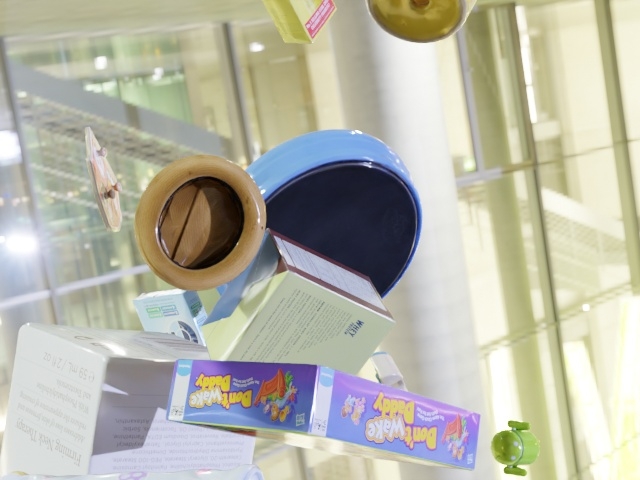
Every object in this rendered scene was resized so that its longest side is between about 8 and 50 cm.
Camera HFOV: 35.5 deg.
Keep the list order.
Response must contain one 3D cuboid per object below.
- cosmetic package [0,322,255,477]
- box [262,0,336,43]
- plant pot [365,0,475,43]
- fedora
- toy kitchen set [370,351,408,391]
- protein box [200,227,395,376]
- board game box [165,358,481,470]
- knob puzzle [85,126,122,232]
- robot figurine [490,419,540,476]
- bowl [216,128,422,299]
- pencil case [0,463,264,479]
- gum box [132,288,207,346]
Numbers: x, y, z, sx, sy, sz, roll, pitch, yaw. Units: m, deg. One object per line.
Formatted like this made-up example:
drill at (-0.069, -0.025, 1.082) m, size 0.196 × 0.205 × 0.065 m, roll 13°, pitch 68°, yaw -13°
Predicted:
cosmetic package at (-0.339, 0.371, 1.745) m, size 0.327 × 0.393 × 0.329 m, roll 9°, pitch 179°, yaw -40°
box at (-0.059, -0.403, 1.463) m, size 0.058 × 0.232 × 0.087 m, roll 11°, pitch -124°, yaw 36°
plant pot at (0.178, -0.460, 1.627) m, size 0.254 × 0.254 × 0.239 m, roll -6°, pitch -129°, yaw 28°
fedora at (-0.173, -0.024, 1.425) m, size 0.194 × 0.194 × 0.079 m, roll -11°, pitch -179°, yaw -13°
toy kitchen set at (0.089, 0.313, 2.085) m, size 0.166 × 0.207 × 0.122 m, roll -28°, pitch -131°, yaw -2°
protein box at (-0.037, 0.127, 1.510) m, size 0.201 × 0.199 × 0.136 m, roll 26°, pitch -162°, yaw -28°
board game box at (0.012, 0.224, 1.275) m, size 0.233 × 0.078 × 0.347 m, roll -4°, pitch 161°, yaw 41°
knob puzzle at (-0.412, -0.101, 1.950) m, size 0.030 × 0.213 × 0.213 m, roll -14°, pitch -173°, yaw 0°
robot figurine at (0.363, 0.388, 1.869) m, size 0.067 × 0.101 × 0.115 m, roll 2°, pitch 172°, yaw 45°
bowl at (0.000, 0.000, 1.710) m, size 0.391 × 0.391 × 0.077 m, roll -12°, pitch -141°, yaw -21°
pencil case at (-0.183, 0.273, 0.955) m, size 0.273 × 0.113 × 0.124 m, roll -5°, pitch -147°, yaw 8°
gum box at (-0.283, 0.189, 2.010) m, size 0.157 × 0.184 × 0.041 m, roll -9°, pitch -163°, yaw 40°
